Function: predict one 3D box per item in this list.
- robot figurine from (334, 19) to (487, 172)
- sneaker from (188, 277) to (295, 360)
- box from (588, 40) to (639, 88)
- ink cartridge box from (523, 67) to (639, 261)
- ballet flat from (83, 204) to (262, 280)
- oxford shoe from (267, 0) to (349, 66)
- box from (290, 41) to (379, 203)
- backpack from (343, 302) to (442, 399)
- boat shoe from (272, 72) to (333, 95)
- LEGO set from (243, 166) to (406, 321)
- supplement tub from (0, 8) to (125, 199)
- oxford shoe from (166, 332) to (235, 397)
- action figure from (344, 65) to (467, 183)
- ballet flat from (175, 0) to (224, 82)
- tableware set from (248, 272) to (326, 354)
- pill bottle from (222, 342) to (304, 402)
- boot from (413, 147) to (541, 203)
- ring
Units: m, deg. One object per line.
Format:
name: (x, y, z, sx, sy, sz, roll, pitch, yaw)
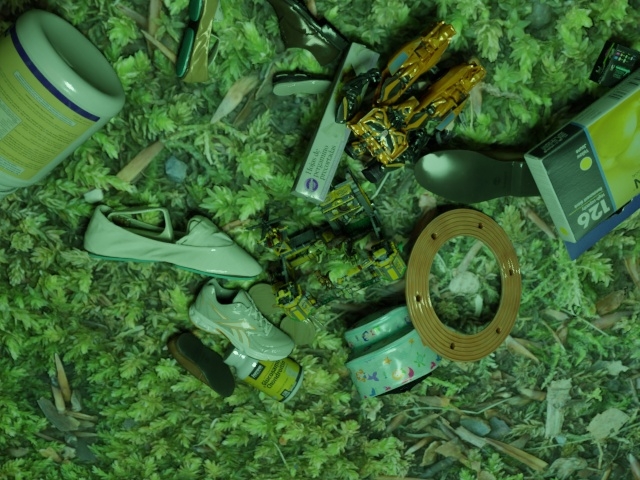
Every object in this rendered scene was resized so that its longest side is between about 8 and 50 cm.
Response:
robot figurine: (0.168, -0.269, 1.283, 0.291, 0.085, 0.211, -46, 111, -2)
sneaker: (-0.172, 0.181, 1.543, 0.263, 0.099, 0.121, 25, 115, -1)
box: (0.596, -0.355, 1.359, 0.052, 0.062, 0.083, 16, 111, -7)
ink cartridge box: (0.602, -0.141, 1.377, 0.304, 0.072, 0.307, -37, 118, -4)
ballet flat: (-0.321, -0.003, 1.475, 0.401, 0.139, 0.139, 9, 113, 0)
oxford shoe: (-0.058, -0.429, 1.316, 0.227, 0.082, 0.096, 39, 112, -14)
box: (0.029, -0.233, 1.334, 0.063, 0.067, 0.323, 22, 85, -10)
backpack: (0.161, 0.251, 1.514, 0.225, 0.253, 0.191, -26, 91, 11)
boat shoe: (-0.036, -0.326, 1.381, 0.125, 0.038, 0.046, -6, 157, 2)
LEGO set: (0.000, 0.000, 1.402, 0.332, 0.254, 0.192, -20, 137, 17)
supplement tub: (-0.578, -0.254, 1.300, 0.331, 0.241, 0.241, -36, 109, 13)
oxford shoe: (-0.291, 0.307, 1.643, 0.076, 0.076, 0.212, -20, 118, 40)
action figure: (0.184, -0.248, 1.387, 0.285, 0.099, 0.185, -37, 102, -1)
ballet flat: (-0.231, -0.427, 1.331, 0.073, 0.080, 0.232, 3, 119, -32)
tableware set: (-0.089, 0.169, 1.592, 0.128, 0.039, 0.194, -39, 102, 27)
pill bottle: (-0.139, 0.306, 1.613, 0.184, 0.103, 0.103, 34, 109, -14)
boot: (0.337, -0.148, 1.410, 0.306, 0.115, 0.112, 1, 117, -9)
ring: (0.315, 0.098, 1.473, 0.337, 0.032, 0.336, 3, 85, -31)
